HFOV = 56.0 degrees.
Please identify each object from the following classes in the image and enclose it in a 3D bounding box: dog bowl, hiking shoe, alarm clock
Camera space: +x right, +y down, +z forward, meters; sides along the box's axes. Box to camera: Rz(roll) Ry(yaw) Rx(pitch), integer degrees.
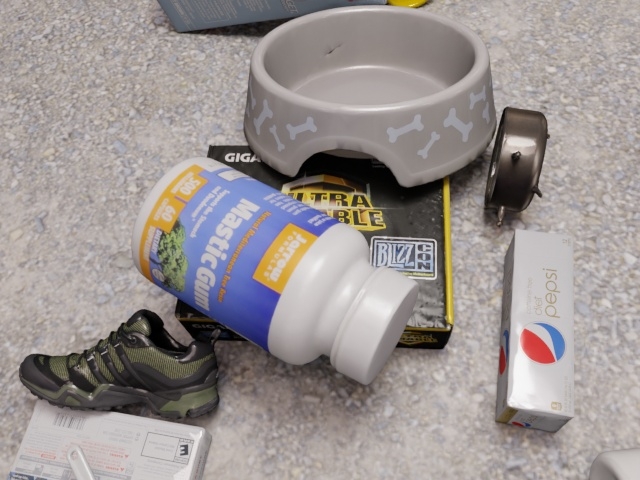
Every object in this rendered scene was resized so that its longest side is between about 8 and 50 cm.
[{"bbox_3d":[0.064,-0.210,0.808,0.348,0.102,0.349,-2,43,2],"label":"dog bowl"},{"bbox_3d":[-0.223,0.132,0.687,0.226,0.086,0.114,6,90,-1],"label":"hiking shoe"},{"bbox_3d":[0.254,-0.114,0.781,0.064,0.129,0.192,9,41,9],"label":"alarm clock"}]

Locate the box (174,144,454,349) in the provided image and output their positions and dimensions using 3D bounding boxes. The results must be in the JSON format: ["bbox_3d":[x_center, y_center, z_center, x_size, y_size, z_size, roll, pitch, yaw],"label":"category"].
[{"bbox_3d":[0.000,0.000,0.765,0.322,0.079,0.257,2,63,6],"label":"box"}]

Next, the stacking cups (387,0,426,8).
[{"bbox_3d":[0.125,-0.540,1.062,0.096,0.096,0.316,-9,55,0],"label":"stacking cups"}]

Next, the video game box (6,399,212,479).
[{"bbox_3d":[-0.238,0.281,0.643,0.205,0.048,0.187,7,60,10],"label":"video game box"}]

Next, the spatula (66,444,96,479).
[{"bbox_3d":[-0.237,0.337,0.568,0.168,0.019,0.242,-38,69,1],"label":"spatula"}]

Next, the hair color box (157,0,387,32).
[{"bbox_3d":[-0.071,-0.454,0.958,0.374,0.113,0.185,1,60,24],"label":"hair color box"}]

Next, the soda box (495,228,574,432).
[{"bbox_3d":[0.244,0.099,0.686,0.069,0.074,0.216,7,61,9],"label":"soda box"}]

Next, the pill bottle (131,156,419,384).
[{"bbox_3d":[-0.044,0.032,0.620,0.272,0.152,0.152,26,66,19],"label":"pill bottle"}]

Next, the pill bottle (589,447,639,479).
[{"bbox_3d":[0.386,0.251,0.553,0.229,0.131,0.131,-7,60,2],"label":"pill bottle"}]
